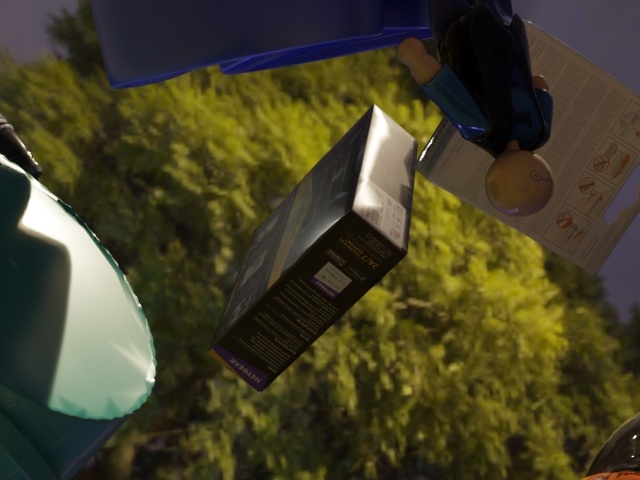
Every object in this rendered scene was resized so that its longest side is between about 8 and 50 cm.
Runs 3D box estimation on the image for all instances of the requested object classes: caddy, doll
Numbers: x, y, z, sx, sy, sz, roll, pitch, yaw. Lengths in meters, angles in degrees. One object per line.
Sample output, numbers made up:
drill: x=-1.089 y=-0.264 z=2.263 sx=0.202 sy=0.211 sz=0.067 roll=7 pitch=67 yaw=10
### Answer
caddy: x=-0.036 y=-0.221 z=0.822 sx=0.341 sy=0.241 sz=0.179 roll=-2 pitch=-81 yaw=47
doll: x=0.090 y=-0.103 z=0.623 sx=0.046 sy=0.129 sz=0.189 roll=-20 pitch=-103 yaw=42

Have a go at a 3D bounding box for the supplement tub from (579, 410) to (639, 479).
supplement tub: x=0.160 y=0.087 z=0.333 sx=0.117 sy=0.190 sz=0.117 roll=34 pitch=-49 yaw=50

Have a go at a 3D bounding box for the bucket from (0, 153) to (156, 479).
bucket: x=-0.253 y=0.070 z=0.714 sx=0.183 sy=0.281 sz=0.281 roll=-41 pitch=-130 yaw=16

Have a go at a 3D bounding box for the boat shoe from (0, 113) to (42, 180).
boat shoe: x=-0.393 y=0.000 z=1.142 sx=0.306 sy=0.113 sz=0.105 roll=-43 pitch=-92 yaw=18

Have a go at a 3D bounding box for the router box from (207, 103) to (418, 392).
router box: x=0.000 y=0.000 z=1.295 sx=0.243 sy=0.081 sz=0.309 roll=-45 pitch=-166 yaw=25

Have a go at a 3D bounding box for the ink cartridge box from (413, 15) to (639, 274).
ink cartridge box: x=0.186 y=-0.075 z=0.896 sx=0.145 sy=0.179 sz=0.045 roll=-58 pitch=-157 yaw=10
